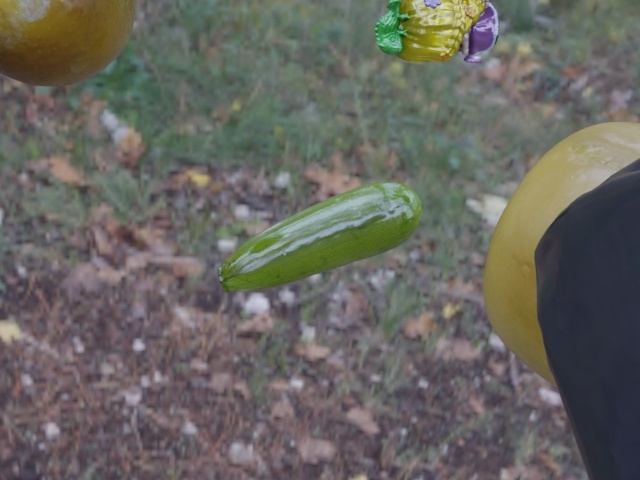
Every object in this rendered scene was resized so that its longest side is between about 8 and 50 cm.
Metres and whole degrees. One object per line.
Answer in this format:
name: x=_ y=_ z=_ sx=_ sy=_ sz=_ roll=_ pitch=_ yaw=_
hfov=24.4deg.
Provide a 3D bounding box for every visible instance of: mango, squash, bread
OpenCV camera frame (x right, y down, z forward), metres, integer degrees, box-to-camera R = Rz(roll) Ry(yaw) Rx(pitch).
mango: x=-0.225 y=-0.231 z=1.237 sx=0.146 sy=0.193 sz=0.316 roll=-22 pitch=14 yaw=10
squash: x=0.000 y=0.000 z=1.372 sx=0.201 sy=0.066 sz=0.066 roll=-23 pitch=53 yaw=-2
bread: x=0.172 y=0.023 z=0.706 sx=0.217 sy=0.098 sz=0.147 roll=27 pitch=85 yaw=38

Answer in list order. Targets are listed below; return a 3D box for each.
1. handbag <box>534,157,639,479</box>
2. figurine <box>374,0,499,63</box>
handbag: x=0.228 y=0.081 z=0.370 sx=0.302 sy=0.178 sz=0.275 roll=-9 pitch=75 yaw=-36
figurine: x=0.133 y=-0.263 z=1.702 sx=0.156 sy=0.115 sz=0.095 roll=-3 pitch=25 yaw=-30
